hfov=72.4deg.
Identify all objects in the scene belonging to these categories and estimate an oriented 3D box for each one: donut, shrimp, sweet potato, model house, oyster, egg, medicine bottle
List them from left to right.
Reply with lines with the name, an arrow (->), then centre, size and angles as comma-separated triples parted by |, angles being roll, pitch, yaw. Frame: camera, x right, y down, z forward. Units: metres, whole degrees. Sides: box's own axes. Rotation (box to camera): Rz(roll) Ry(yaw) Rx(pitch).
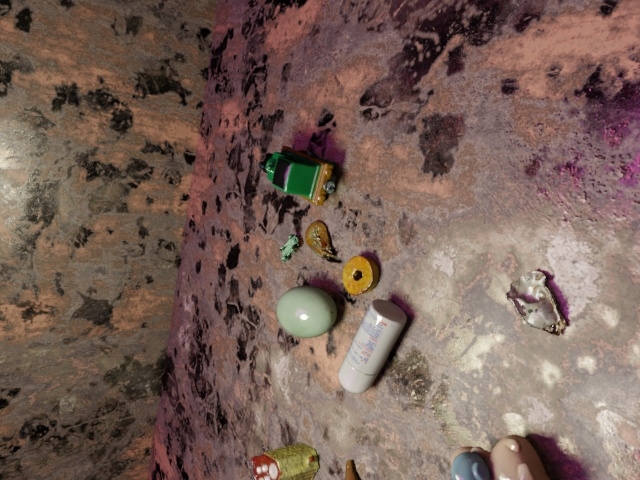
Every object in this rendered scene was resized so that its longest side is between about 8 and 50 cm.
model house -> -0.140, 0.920, 1.776 | 0.254, 0.196, 0.160 | -45, 52, 40
egg -> -0.056, 0.277, 1.708 | 0.283, 0.203, 0.202 | -8, 81, 47
shrimp -> -0.001, -0.001, 1.786 | 0.217, 0.051, 0.115 | 51, 124, 44
donut -> 0.147, 0.126, 1.575 | 0.152, 0.058, 0.151 | -6, 83, 51
sweet potato -> 0.145, 0.923, 1.508 | 0.066, 0.072, 0.314 | -47, 48, 21
medicine bottle -> 0.164, 0.370, 1.476 | 0.130, 0.130, 0.340 | 45, 121, 44
oyster -> 0.530, 0.161, 1.083 | 0.109, 0.053, 0.165 | -24, 57, 21

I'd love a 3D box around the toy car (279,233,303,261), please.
toy car -> -0.133, 0.034, 1.949 | 0.143, 0.054, 0.073 | -49, 50, 43

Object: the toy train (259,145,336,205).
toy train -> -0.103, -0.272, 1.772 | 0.429, 0.249, 0.178 | 33, 113, 48

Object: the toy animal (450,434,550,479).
toy animal -> 0.443, 0.589, 1.069 | 0.221, 0.229, 0.210 | -18, 34, 10
